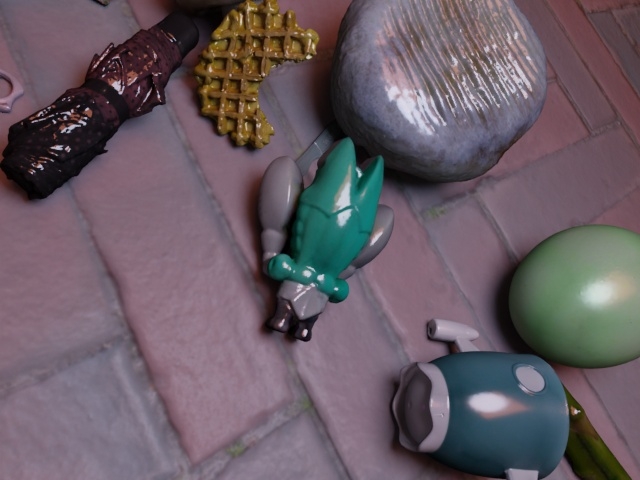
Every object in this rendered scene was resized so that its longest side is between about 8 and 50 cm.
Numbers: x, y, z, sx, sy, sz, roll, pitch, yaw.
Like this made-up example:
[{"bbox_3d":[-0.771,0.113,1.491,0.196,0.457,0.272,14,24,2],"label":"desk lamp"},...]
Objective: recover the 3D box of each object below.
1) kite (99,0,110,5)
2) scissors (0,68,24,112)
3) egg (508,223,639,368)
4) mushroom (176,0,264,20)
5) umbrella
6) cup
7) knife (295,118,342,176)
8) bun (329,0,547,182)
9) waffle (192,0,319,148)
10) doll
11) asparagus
[{"bbox_3d":[-0.364,-0.452,0.700,0.229,0.012,0.250,-21,83,-43],"label":"kite"},{"bbox_3d":[-0.438,-0.230,0.580,0.100,0.015,0.189,-22,78,-34],"label":"scissors"},{"bbox_3d":[0.425,0.088,0.765,0.269,0.220,0.221,-18,78,-21],"label":"egg"},{"bbox_3d":[-0.119,-0.370,0.718,0.204,0.204,0.205,11,64,-23],"label":"mushroom"},{"bbox_3d":[-0.261,-0.184,0.604,0.090,0.094,0.326,52,52,-32],"label":"umbrella"},{"bbox_3d":[0.193,0.222,0.626,0.173,0.168,0.300,9,38,-14],"label":"cup"},{"bbox_3d":[-0.007,-0.143,0.765,0.028,0.015,0.210,36,56,-1],"label":"knife"},{"bbox_3d":[0.183,-0.260,0.783,0.361,0.211,0.363,3,80,-14],"label":"bun"},{"bbox_3d":[-0.091,-0.232,0.675,0.149,0.194,0.051,39,16,-12],"label":"waffle"},{"bbox_3d":[-0.013,-0.014,0.643,0.258,0.153,0.195,-43,110,-18],"label":"doll"},{"bbox_3d":[0.396,0.298,0.751,0.278,0.067,0.060,55,29,-1],"label":"asparagus"}]
